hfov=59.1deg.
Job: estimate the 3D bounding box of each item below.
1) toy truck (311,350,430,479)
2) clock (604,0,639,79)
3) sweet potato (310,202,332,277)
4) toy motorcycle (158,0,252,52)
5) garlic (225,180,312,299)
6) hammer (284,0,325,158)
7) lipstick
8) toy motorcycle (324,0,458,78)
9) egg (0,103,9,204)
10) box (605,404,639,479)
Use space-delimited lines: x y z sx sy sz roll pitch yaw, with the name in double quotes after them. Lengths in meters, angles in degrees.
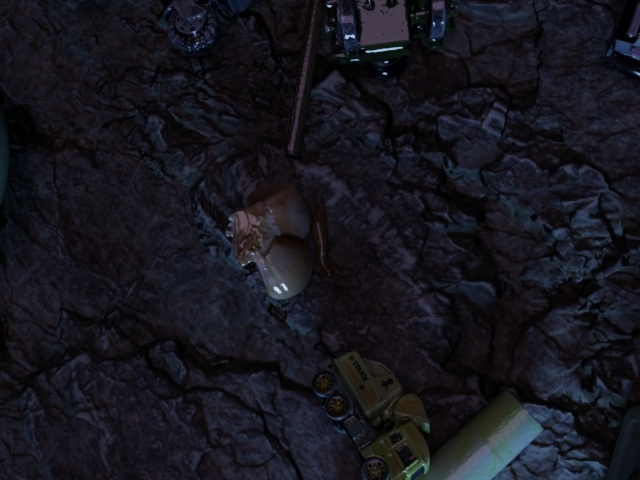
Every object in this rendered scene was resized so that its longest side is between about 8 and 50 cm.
0.075 0.231 0.746 0.116 0.085 0.191 -30 57 -8 "toy truck"
0.545 -0.307 0.794 0.254 0.083 0.186 22 84 9 "clock"
0.000 0.000 0.842 0.026 0.026 0.114 -6 83 6 "sweet potato"
-0.158 -0.441 0.890 0.173 0.108 0.307 36 85 16 "toy motorcycle"
-0.070 0.000 0.822 0.124 0.099 0.174 -10 84 -14 "garlic"
-0.013 -0.307 0.863 0.044 0.111 0.364 8 89 10 "hammer"
0.158 0.324 0.747 0.304 0.076 0.076 -42 79 0 "lipstick"
0.104 -0.389 0.846 0.206 0.127 0.274 -6 87 7 "toy motorcycle"
-0.600 -0.115 0.803 0.277 0.276 0.388 4 84 7 "egg"
0.424 0.326 0.676 0.130 0.162 0.226 20 84 -1 "box"
